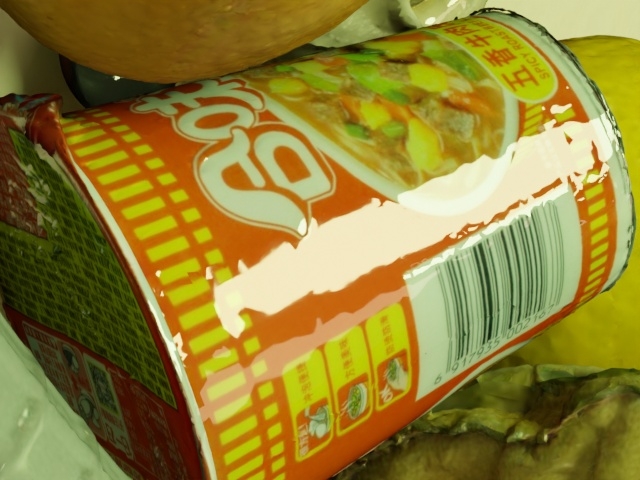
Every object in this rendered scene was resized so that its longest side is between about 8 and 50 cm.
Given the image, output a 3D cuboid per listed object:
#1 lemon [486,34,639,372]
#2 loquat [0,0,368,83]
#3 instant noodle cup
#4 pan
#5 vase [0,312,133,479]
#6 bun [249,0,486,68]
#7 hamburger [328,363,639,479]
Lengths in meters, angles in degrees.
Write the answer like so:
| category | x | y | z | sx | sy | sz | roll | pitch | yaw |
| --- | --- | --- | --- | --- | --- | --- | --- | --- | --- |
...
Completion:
| category | x | y | z | sx | sy | sz | roll | pitch | yaw |
| --- | --- | --- | --- | --- | --- | --- | --- | --- | --- |
| lemon | 0.150 | 0.030 | 0.842 | 0.293 | 0.293 | 0.293 | -37 | 141 | -37 |
| loquat | -0.046 | -0.154 | 0.506 | 0.187 | 0.176 | 0.234 | -58 | 143 | -31 |
| instant noodle cup | 0.000 | 0.000 | 0.623 | 0.212 | 0.193 | 0.193 | -24 | 135 | -24 |
| pan | -0.079 | -0.103 | 0.635 | 0.068 | 0.023 | 0.115 | -26 | 130 | -45 |
| vase | -0.131 | 0.049 | 0.450 | 0.143 | 0.143 | 0.299 | -46 | 121 | -26 |
| bun | 0.030 | -0.142 | 0.698 | 0.183 | 0.102 | 0.183 | -39 | 141 | -40 |
| hamburger | 0.096 | 0.185 | 0.690 | 0.134 | 0.284 | 0.266 | -7 | 84 | -68 |
